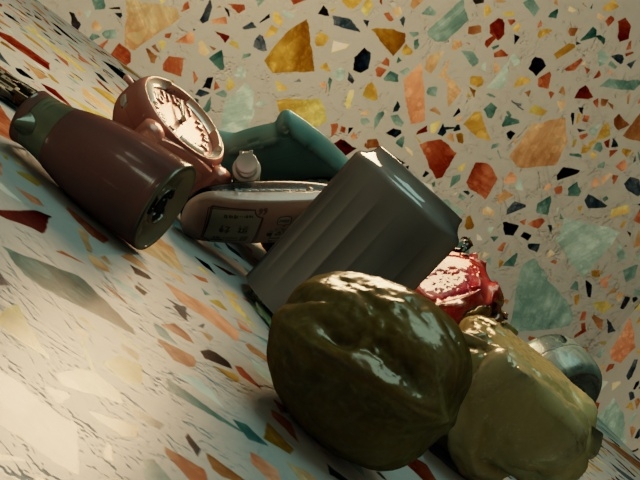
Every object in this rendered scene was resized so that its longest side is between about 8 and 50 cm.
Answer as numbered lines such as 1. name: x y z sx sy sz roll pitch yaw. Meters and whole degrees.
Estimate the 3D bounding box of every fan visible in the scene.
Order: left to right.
1. fan: -0.079 0.123 1.825 0.131 0.009 0.240 38 6 -20

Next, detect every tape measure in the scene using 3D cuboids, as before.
1. tape measure: 0.514 0.344 2.418 0.275 0.256 0.147 39 8 -48

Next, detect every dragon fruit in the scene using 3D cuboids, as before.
1. dragon fruit: 0.287 0.168 2.458 0.291 0.250 0.269 80 -13 -49

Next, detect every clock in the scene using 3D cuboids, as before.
1. clock: -0.293 -0.193 1.988 0.227 0.142 0.241 34 30 -39

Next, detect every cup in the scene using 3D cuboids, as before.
1. cup: 0.084 0.035 1.875 0.237 0.327 0.323 45 5 36

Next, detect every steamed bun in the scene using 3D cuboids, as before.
1. steamed bun: 0.304 0.286 1.790 0.325 0.230 0.372 41 9 16

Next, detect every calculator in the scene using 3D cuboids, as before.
1. calculator: -0.046 -0.123 2.207 0.386 0.256 0.054 42 46 -46

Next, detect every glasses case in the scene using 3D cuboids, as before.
1. glasses case: -0.098 -0.050 1.927 0.314 0.122 0.075 -1 49 -23

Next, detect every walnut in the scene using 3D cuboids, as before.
1. walnut: 0.053 0.156 1.361 0.283 0.227 0.283 33 -5 3

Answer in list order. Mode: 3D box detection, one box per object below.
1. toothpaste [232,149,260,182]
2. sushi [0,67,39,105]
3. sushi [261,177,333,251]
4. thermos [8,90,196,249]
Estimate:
1. toothpaste: -0.140 -0.108 2.018 0.314 0.056 0.058 116 -33 -80
2. sushi: -0.493 -0.230 1.907 0.201 0.031 0.139 32 9 -23
3. sushi: 0.001 0.003 2.138 0.218 0.225 0.238 73 -6 -53
4. thermos: -0.326 -0.118 1.578 0.265 0.146 0.176 34 12 11
